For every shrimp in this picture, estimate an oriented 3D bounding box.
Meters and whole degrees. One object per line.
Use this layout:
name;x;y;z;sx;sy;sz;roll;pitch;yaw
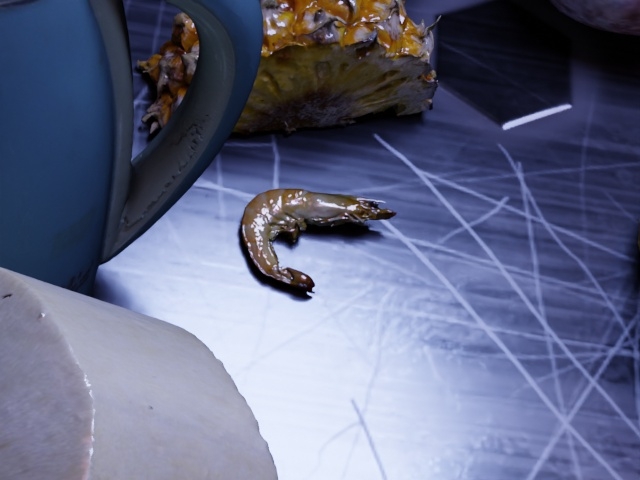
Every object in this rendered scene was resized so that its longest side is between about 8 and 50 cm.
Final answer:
shrimp;0.000;0.000;1.426;0.114;0.023;0.083;0;63;-8

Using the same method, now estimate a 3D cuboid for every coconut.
coconut;-0.177;0.167;1.100;0.323;0.323;0.323;6;59;-11

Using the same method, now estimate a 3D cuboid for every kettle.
kettle;-0.201;-0.097;1.225;0.319;0.342;0.247;-1;50;-20

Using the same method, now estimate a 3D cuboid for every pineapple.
pineapple;-0.014;-0.144;1.442;0.233;0.135;0.079;-7;61;-16

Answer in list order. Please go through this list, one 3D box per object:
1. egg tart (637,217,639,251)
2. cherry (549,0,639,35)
egg tart;0.355;-0.029;1.420;0.107;0.291;0.291;51;56;-19
cherry;0.285;-0.276;1.555;0.285;0.213;0.236;-37;52;-6
